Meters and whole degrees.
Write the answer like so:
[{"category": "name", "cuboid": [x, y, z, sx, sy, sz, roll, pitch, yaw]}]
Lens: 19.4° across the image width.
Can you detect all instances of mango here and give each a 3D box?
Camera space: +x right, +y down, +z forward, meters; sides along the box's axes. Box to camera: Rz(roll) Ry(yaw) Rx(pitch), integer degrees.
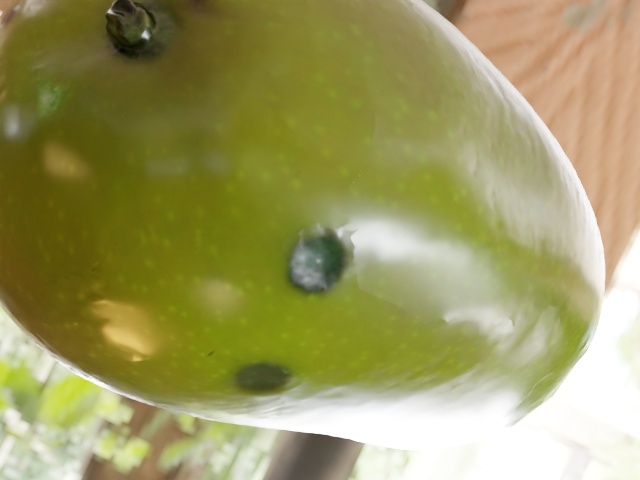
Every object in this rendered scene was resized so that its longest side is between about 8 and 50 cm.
[{"category": "mango", "cuboid": [0.000, 0.000, 0.624, 0.175, 0.143, 0.293, -9, 156, 27]}]
